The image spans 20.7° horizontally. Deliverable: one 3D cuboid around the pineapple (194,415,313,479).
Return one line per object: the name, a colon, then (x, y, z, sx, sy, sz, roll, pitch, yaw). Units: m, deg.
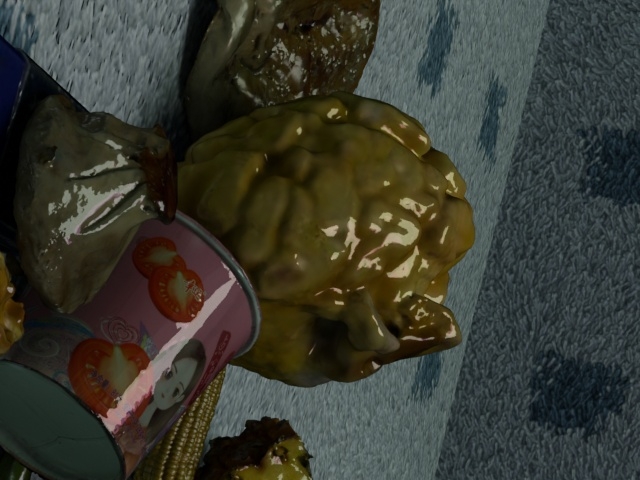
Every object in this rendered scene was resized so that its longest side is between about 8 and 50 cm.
pineapple: (-0.152, 0.375, 2.296, 0.286, 0.209, 0.344, -21, 125, -15)

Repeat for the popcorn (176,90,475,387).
popcorn: (-0.018, -0.009, 2.073, 0.390, 0.344, 0.354, 29, 79, -25)

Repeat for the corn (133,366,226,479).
corn: (-0.175, 0.225, 2.194, 0.080, 0.080, 0.238, 65, 38, -62)

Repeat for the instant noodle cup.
instant noodle cup: (-0.220, 0.110, 1.773, 0.231, 0.243, 0.243, -54, 151, -37)

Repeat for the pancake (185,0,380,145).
pancake: (-0.037, -0.237, 2.215, 0.387, 0.082, 0.387, -43, 147, -36)

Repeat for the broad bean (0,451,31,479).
broad bean: (-0.298, 0.197, 1.860, 0.065, 0.046, 0.254, 87, 24, -55)

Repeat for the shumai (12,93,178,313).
shumai: (-0.191, -0.032, 1.565, 0.201, 0.120, 0.201, 0, 90, -77)

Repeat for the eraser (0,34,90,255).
eraser: (-0.297, -0.092, 1.590, 0.332, 0.101, 0.155, 50, 54, -69)

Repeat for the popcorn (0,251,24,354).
popcorn: (-0.332, 0.040, 1.481, 0.170, 0.180, 0.180, -31, 140, -20)
